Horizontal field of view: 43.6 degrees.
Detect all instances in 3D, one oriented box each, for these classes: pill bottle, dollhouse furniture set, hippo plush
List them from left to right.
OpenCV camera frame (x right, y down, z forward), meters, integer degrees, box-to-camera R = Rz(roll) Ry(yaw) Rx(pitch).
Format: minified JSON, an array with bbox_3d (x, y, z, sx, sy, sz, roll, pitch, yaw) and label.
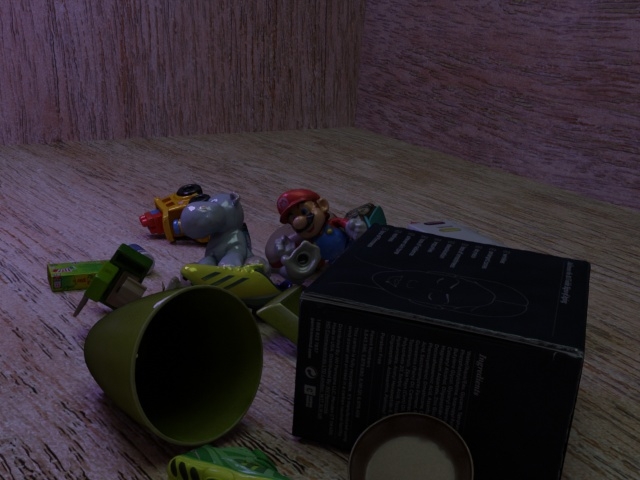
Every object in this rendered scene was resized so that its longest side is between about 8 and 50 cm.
[{"bbox_3d":[-0.504,0.047,2.174,0.067,0.067,0.120,-8,22,-35],"label":"pill bottle"},{"bbox_3d":[-0.386,0.173,1.819,0.302,0.151,0.197,32,23,-9],"label":"dollhouse furniture set"},{"bbox_3d":[-0.230,-0.004,2.044,0.294,0.236,0.234,-13,7,-40],"label":"hippo plush"}]

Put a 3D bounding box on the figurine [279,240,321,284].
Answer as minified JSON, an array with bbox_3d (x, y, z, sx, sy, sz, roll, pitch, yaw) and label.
[{"bbox_3d":[-0.002,0.096,1.949,0.215,0.092,0.209,28,-17,-1],"label":"figurine"}]

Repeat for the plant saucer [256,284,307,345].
[{"bbox_3d":[-0.024,0.174,1.812,0.188,0.045,0.188,37,26,10],"label":"plant saucer"}]

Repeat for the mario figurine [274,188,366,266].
[{"bbox_3d":[0.000,0.000,2.089,0.198,0.320,0.170,-42,-7,-17],"label":"mario figurine"}]

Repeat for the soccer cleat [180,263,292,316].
[{"bbox_3d":[-0.194,0.094,1.880,0.289,0.121,0.093,24,7,-32],"label":"soccer cleat"}]

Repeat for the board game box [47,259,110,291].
[{"bbox_3d":[-0.603,0.088,2.060,0.181,0.043,0.092,-4,20,-25],"label":"board game box"}]

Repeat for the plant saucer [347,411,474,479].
[{"bbox_3d":[0.144,0.371,1.277,0.199,0.036,0.198,-5,48,6],"label":"plant saucer"}]

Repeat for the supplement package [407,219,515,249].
[{"bbox_3d":[0.346,0.083,2.056,0.145,0.204,0.262,-8,22,-32],"label":"supplement package"}]

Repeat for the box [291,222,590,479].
[{"bbox_3d":[0.250,0.196,1.534,0.472,0.297,0.480,9,19,17],"label":"box"}]

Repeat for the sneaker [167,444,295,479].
[{"bbox_3d":[-0.092,0.369,1.217,0.296,0.109,0.123,13,24,26],"label":"sneaker"}]

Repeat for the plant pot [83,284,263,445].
[{"bbox_3d":[-0.304,0.212,1.468,0.294,0.274,0.275,0,10,45],"label":"plant pot"}]

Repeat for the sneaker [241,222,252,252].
[{"bbox_3d":[-0.237,0.011,2.265,0.083,0.071,0.190,-10,-23,-8],"label":"sneaker"}]

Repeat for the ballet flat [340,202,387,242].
[{"bbox_3d":[0.099,-0.007,2.408,0.182,0.164,0.483,-15,10,10],"label":"ballet flat"}]

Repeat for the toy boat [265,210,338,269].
[{"bbox_3d":[-0.039,0.018,2.269,0.231,0.151,0.151,-30,19,-3],"label":"toy boat"}]

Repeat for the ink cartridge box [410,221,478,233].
[{"bbox_3d":[0.370,0.016,2.450,0.218,0.092,0.158,10,19,11],"label":"ink cartridge box"}]

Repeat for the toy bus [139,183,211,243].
[{"bbox_3d":[-0.435,-0.064,2.440,0.212,0.149,0.220,-18,28,-21],"label":"toy bus"}]
